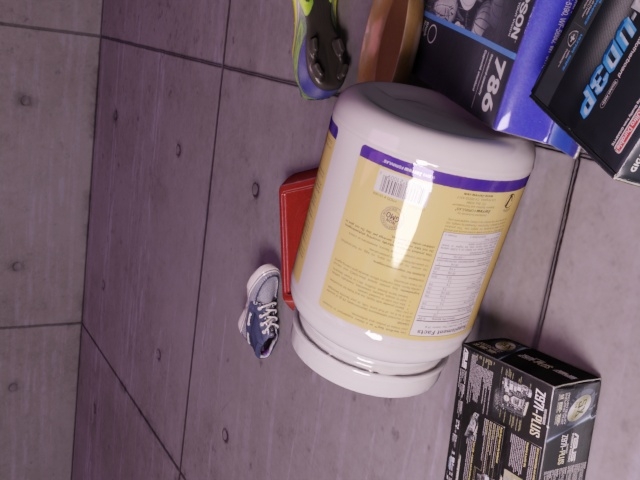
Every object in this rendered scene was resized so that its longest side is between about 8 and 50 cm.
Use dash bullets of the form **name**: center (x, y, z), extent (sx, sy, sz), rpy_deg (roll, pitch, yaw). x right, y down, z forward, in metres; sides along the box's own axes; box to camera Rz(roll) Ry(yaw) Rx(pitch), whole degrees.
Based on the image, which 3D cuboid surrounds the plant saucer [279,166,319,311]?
- **plant saucer**: center (0.000, 0.000, 1.283), extent (0.259, 0.048, 0.258), rpy_deg (-6, 86, 58)

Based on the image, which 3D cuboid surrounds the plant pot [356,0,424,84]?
- **plant pot**: center (0.097, -0.275, 1.067), extent (0.236, 0.032, 0.236), rpy_deg (-170, 90, -79)

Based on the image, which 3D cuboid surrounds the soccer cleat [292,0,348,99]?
- **soccer cleat**: center (-0.017, -0.371, 1.262), extent (0.121, 0.093, 0.289), rpy_deg (160, 107, -64)

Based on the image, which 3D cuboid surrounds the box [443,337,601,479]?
- **box**: center (0.227, 0.221, 0.881), extent (0.147, 0.078, 0.180), rpy_deg (21, 108, 57)

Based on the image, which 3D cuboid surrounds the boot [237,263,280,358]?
- **boot**: center (-0.100, 0.135, 1.442), extent (0.086, 0.069, 0.190), rpy_deg (54, 142, 34)

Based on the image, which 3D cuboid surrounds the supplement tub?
- **supplement tub**: center (0.097, -0.003, 0.935), extent (0.241, 0.241, 0.331), rpy_deg (46, 128, 49)

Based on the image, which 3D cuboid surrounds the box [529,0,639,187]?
- **box**: center (0.273, -0.176, 0.626), extent (0.175, 0.051, 0.220), rpy_deg (-107, 35, -55)

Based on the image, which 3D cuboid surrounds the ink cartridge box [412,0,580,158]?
- **ink cartridge box**: center (0.202, -0.226, 0.863), extent (0.332, 0.065, 0.165), rpy_deg (-124, 44, -60)
